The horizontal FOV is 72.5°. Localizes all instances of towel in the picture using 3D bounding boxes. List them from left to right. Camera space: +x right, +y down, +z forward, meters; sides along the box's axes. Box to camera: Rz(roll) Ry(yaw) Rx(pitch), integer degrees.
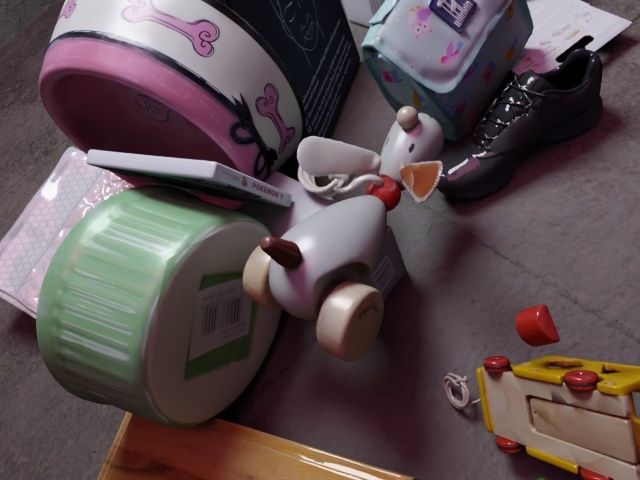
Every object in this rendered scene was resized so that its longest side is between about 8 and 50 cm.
[{"bbox_3d":[-0.440,0.002,0.836,0.317,0.053,0.332,24,72,10],"label":"towel"}]

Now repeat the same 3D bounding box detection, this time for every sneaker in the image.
[{"bbox_3d":[0.281,-0.175,0.643,0.286,0.130,0.109,-36,55,1],"label":"sneaker"}]

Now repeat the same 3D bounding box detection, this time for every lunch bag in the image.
[{"bbox_3d":[0.184,-0.305,0.651,0.160,0.262,0.223,35,95,36],"label":"lunch bag"}]

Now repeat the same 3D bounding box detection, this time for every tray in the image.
[{"bbox_3d":[-0.103,0.337,0.529,0.411,0.076,0.203,4,62,26],"label":"tray"}]

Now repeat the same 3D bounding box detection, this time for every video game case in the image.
[{"bbox_3d":[-0.167,-0.081,0.587,0.201,0.183,0.023,10,88,24],"label":"video game case"}]

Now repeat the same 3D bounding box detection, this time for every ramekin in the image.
[{"bbox_3d":[-0.177,0.087,0.575,0.148,0.303,0.303,13,66,26],"label":"ramekin"}]

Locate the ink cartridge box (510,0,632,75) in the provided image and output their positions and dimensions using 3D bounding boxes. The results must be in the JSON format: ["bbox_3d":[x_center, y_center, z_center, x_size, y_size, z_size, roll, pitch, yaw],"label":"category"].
[{"bbox_3d":[0.367,-0.356,0.770,0.189,0.066,0.232,-38,61,-2],"label":"ink cartridge box"}]

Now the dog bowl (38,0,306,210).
[{"bbox_3d":[-0.238,-0.194,0.699,0.408,0.408,0.150,8,63,27],"label":"dog bowl"}]

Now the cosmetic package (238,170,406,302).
[{"bbox_3d":[0.000,0.000,0.659,0.238,0.127,0.107,26,72,35],"label":"cosmetic package"}]

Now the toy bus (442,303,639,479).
[{"bbox_3d":[0.252,0.169,0.449,0.104,0.191,0.202,-6,42,-24],"label":"toy bus"}]

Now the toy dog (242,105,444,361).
[{"bbox_3d":[0.027,-0.042,0.495,0.220,0.161,0.334,1,59,22],"label":"toy dog"}]

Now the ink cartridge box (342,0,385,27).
[{"bbox_3d":[0.149,-0.613,0.943,0.237,0.172,0.100,-45,54,-8],"label":"ink cartridge box"}]

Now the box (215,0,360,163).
[{"bbox_3d":[-0.115,-0.371,0.770,0.212,0.395,0.293,8,63,27],"label":"box"}]
